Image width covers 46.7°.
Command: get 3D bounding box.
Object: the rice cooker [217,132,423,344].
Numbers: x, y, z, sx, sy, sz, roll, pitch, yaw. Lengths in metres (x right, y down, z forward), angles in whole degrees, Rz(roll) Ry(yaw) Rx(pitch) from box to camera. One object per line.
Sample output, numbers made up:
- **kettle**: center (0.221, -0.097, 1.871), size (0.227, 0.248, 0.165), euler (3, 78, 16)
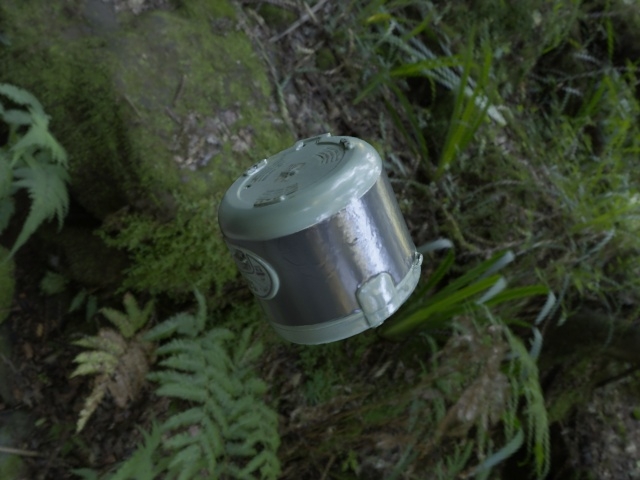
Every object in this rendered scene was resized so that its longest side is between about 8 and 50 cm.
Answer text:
- **rice cooker**: center (0.000, 0.003, 1.171), size (0.288, 0.288, 0.277), euler (-78, 149, -58)
